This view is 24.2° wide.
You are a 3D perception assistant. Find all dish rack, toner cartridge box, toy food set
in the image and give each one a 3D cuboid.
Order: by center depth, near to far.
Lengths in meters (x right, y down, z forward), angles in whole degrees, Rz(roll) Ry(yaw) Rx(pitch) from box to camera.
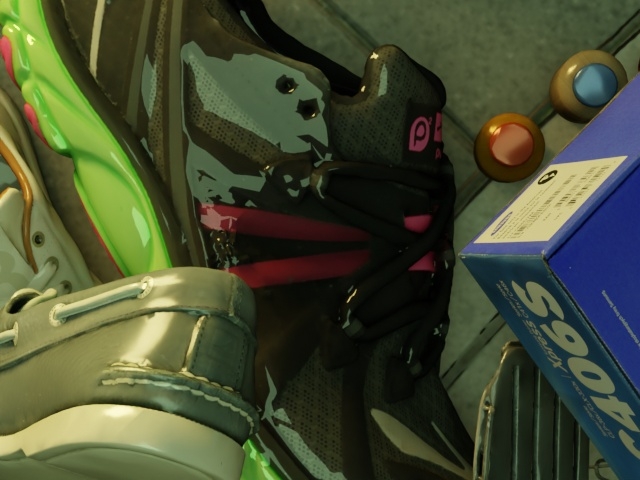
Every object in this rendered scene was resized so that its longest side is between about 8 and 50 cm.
[{"bbox_3d":[0.232,0.086,0.749,0.165,0.075,0.348,-43,108,-19],"label":"toner cartridge box"},{"bbox_3d":[0.206,0.142,0.818,0.272,0.074,0.208,0,90,-28],"label":"dish rack"},{"bbox_3d":[0.209,-0.059,0.847,0.232,0.104,0.111,15,94,4],"label":"toy food set"}]

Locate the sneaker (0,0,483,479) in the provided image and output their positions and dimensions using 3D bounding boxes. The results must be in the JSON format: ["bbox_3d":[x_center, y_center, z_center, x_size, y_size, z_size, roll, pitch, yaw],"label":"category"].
[{"bbox_3d":[0.000,0.000,0.831,0.202,0.185,0.482,-30,91,10],"label":"sneaker"}]

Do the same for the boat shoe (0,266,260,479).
[{"bbox_3d":[-0.129,0.076,0.773,0.116,0.319,0.099,24,70,-29],"label":"boat shoe"}]

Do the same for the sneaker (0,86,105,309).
[{"bbox_3d":[-0.181,0.037,0.880,0.106,0.123,0.290,-29,91,4],"label":"sneaker"}]
